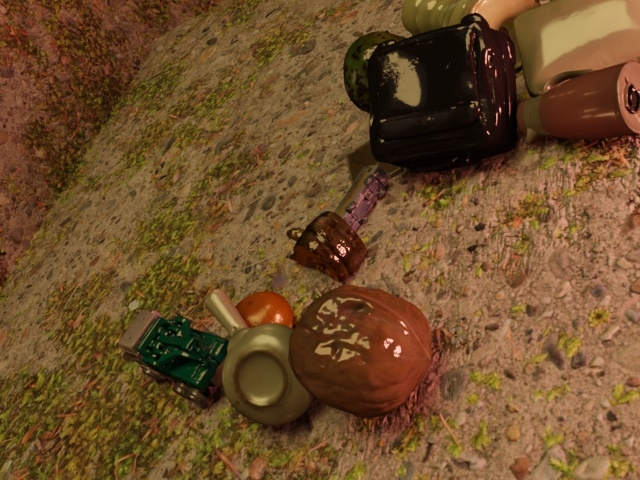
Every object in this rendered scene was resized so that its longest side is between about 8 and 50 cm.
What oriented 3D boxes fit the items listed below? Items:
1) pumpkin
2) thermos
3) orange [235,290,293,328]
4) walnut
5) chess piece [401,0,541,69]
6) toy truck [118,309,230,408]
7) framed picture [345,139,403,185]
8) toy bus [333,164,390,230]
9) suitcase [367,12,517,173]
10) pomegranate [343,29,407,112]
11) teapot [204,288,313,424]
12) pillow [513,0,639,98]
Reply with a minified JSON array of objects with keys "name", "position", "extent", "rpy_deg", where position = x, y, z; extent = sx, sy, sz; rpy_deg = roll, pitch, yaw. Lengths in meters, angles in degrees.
[{"name":"pumpkin","position":[-0.005,-0.003,1.711],"extent":[0.131,0.126,0.248],"rpy_deg":[-50,35,-17]},{"name":"thermos","position":[0.555,-0.293,1.490],"extent":[0.265,0.146,0.176],"rpy_deg":[-1,61,53]},{"name":"orange","position":[-0.137,0.193,1.624],"extent":[0.156,0.124,0.156],"rpy_deg":[-20,28,11]},{"name":"walnut","position":[0.078,0.205,1.307],"extent":[0.273,0.273,0.227],"rpy_deg":[16,97,51]},{"name":"chess piece","position":[0.399,-0.606,1.932],"extent":[0.234,0.234,0.442],"rpy_deg":[-41,29,0]},{"name":"toy truck","position":[-0.345,0.269,1.695],"extent":[0.363,0.178,0.176],"rpy_deg":[4,54,49]},{"name":"framed picture","position":[0.144,-0.214,1.901],"extent":[0.150,0.015,0.203],"rpy_deg":[-29,37,17]},{"name":"toy bus","position":[0.100,-0.104,1.774],"extent":[0.075,0.064,0.190],"rpy_deg":[11,64,56]},{"name":"suitcase","position":[0.288,-0.334,1.665],"extent":[0.345,0.188,0.339],"rpy_deg":[-6,85,37]},{"name":"pomegranate","position":[0.180,-0.451,1.954],"extent":[0.254,0.271,0.254],"rpy_deg":[-6,16,2]},{"name":"teapot","position":[-0.123,0.228,1.462],"extent":[0.220,0.149,0.318],"rpy_deg":[-22,81,16]},{"name":"pillow","position":[0.622,-0.481,1.613],"extent":[0.322,0.120,0.255],"rpy_deg":[-16,64,26]}]
